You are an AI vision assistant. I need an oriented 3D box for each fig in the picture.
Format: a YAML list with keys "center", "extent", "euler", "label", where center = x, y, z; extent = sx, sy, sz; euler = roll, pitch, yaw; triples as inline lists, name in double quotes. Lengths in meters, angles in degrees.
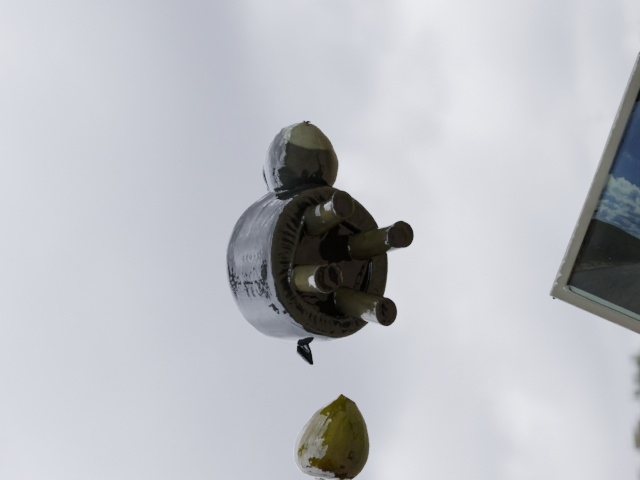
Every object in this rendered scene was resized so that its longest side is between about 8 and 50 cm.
- center: [0.014, 0.194, 1.870]
  extent: [0.088, 0.074, 0.074]
  euler: [-70, -20, -3]
  label: "fig"

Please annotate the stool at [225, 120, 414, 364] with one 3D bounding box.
- center: [-0.007, 0.002, 1.892]
  extent: [0.153, 0.139, 0.228]
  euler: [-27, -80, -37]
  label: "stool"

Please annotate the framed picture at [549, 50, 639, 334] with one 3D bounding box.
- center: [0.333, -0.025, 1.731]
  extent: [0.023, 0.189, 0.260]
  euler: [-41, -28, -61]
  label: "framed picture"
